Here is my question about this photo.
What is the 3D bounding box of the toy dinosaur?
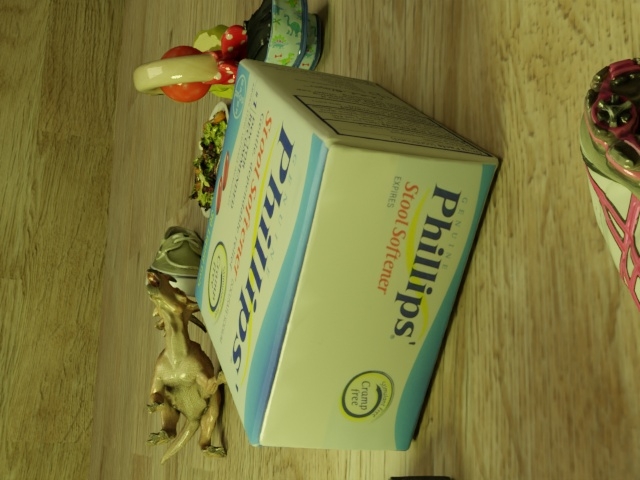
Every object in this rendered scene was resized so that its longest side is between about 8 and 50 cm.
[{"bbox_3d":[-0.196,0.199,1.278,0.200,0.127,0.295,-102,14,-55],"label":"toy dinosaur"}]

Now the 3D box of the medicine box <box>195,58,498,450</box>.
[{"bbox_3d":[0.000,0.000,0.773,0.289,0.149,0.263,-127,47,-62],"label":"medicine box"}]

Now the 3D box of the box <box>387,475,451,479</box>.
[{"bbox_3d":[0.056,0.321,0.665,0.183,0.056,0.231,-105,29,-42],"label":"box"}]

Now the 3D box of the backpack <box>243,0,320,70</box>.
[{"bbox_3d":[-0.045,-0.248,1.045,0.114,0.084,0.105,138,134,-67],"label":"backpack"}]

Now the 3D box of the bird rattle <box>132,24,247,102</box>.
[{"bbox_3d":[-0.158,-0.230,1.198,0.253,0.207,0.143,-129,30,-74],"label":"bird rattle"}]

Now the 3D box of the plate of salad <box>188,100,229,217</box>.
[{"bbox_3d":[-0.190,-0.138,1.442,0.200,0.048,0.199,-174,90,-68],"label":"plate of salad"}]

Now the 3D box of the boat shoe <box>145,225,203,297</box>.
[{"bbox_3d":[-0.245,0.033,1.461,0.302,0.109,0.094,-155,75,-71],"label":"boat shoe"}]

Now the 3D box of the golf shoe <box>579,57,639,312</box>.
[{"bbox_3d":[0.184,0.001,0.434,0.086,0.068,0.186,67,-168,-64],"label":"golf shoe"}]
